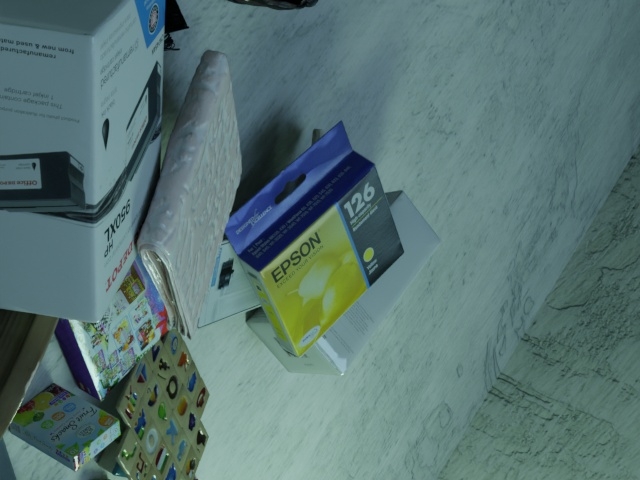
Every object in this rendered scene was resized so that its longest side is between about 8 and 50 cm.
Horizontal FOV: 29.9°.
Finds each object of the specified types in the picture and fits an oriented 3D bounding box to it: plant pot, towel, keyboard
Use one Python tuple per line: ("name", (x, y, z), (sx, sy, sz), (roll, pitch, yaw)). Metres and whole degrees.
("plant pot", (-0.444, 0.155, 1.616), (0.237, 0.110, 0.237), (-55, -163, 26))
("towel", (-0.186, -0.061, 1.770), (0.317, 0.053, 0.332), (88, 13, -62))
("keyboard", (-0.266, -0.301, 1.690), (0.192, 0.038, 0.100), (-26, 93, -51))

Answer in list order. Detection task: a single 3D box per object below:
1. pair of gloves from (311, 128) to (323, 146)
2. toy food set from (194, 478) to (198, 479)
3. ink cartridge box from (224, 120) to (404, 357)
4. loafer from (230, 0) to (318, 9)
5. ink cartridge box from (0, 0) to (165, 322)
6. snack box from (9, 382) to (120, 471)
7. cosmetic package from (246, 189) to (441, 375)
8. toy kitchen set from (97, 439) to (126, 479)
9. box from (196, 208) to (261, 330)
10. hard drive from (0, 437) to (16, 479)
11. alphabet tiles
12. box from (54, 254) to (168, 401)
("pair of gloves", (0.000, -0.084, 2.252), (0.240, 0.042, 0.204), (79, 16, -74))
("toy food set", (-0.264, 0.517, 2.393), (0.083, 0.020, 0.082), (-7, 117, -59))
("ink cartridge box", (0.000, 0.000, 2.110), (0.303, 0.072, 0.307), (-43, 136, -22))
("loafer", (-0.044, -0.416, 1.945), (0.302, 0.095, 0.109), (-21, 130, -54))
("ink cartridge box", (-0.312, -0.139, 1.508), (0.285, 0.166, 0.395), (-71, 169, -57))
("snack box", (-0.392, 0.284, 1.834), (0.100, 0.141, 0.037), (-40, 142, -41))
("cosmetic package", (0.048, 0.080, 2.367), (0.155, 0.197, 0.365), (51, 63, -21))
("toy kitchen set", (-0.323, 0.481, 2.091), (0.207, 0.166, 0.122), (-64, 153, -4))
("box", (-0.154, 0.040, 2.125), (0.290, 0.087, 0.169), (-17, 124, -57))
("hard drive", (-0.492, 0.328, 1.736), (0.094, 0.022, 0.135), (-17, 89, -57))
("alphabet tiles", (-0.272, 0.320, 2.098), (0.342, 0.011, 0.285), (72, 27, -45))
("box", (-0.331, 0.089, 1.879), (0.201, 0.057, 0.293), (-47, 148, -31))
